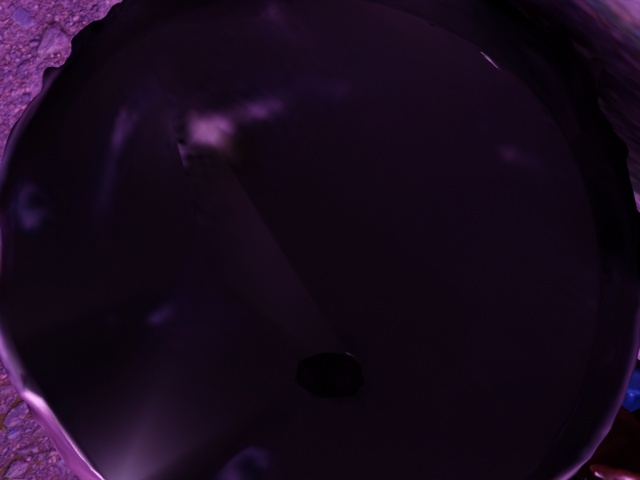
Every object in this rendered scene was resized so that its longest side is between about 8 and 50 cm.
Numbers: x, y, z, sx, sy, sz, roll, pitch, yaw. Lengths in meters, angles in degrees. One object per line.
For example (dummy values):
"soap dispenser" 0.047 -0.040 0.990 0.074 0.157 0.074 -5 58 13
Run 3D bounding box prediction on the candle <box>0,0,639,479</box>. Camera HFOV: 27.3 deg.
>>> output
"candle" 0.000 0.000 0.557 0.221 0.221 0.342 42 -176 -2

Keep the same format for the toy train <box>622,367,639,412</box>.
"toy train" 0.163 0.188 1.193 0.300 0.265 0.188 34 180 -1

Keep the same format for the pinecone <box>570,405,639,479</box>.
"pinecone" 0.205 0.210 0.747 0.298 0.242 0.296 -15 159 42
